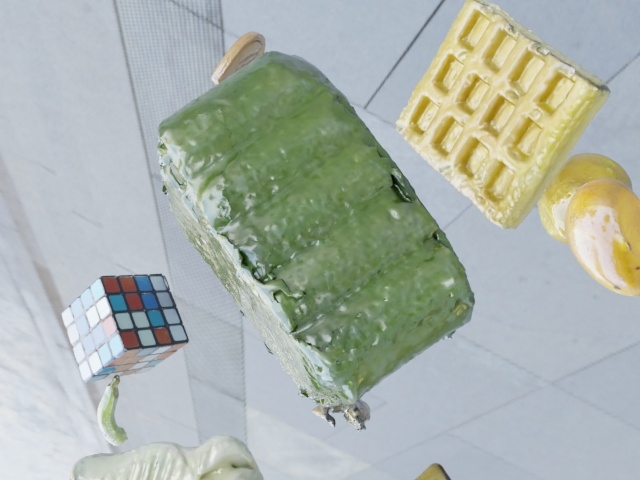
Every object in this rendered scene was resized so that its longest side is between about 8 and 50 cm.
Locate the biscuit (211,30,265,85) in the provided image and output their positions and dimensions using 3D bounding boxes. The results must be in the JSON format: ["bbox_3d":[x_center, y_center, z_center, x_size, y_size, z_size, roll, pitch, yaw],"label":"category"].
[{"bbox_3d":[-0.180,-0.410,1.750,0.029,0.221,0.142,33,123,6],"label":"biscuit"}]

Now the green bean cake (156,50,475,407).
[{"bbox_3d":[0.000,0.000,0.793,0.335,0.218,0.319,53,168,4],"label":"green bean cake"}]

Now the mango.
[{"bbox_3d":[0.665,0.000,1.755,0.290,0.160,0.191,63,154,-4],"label":"mango"}]

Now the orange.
[{"bbox_3d":[0.767,-0.124,2.237,0.235,0.279,0.279,40,144,-3],"label":"orange"}]

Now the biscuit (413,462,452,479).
[{"bbox_3d":[0.190,0.503,1.345,0.174,0.183,0.039,57,158,22],"label":"biscuit"}]

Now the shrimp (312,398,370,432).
[{"bbox_3d":[0.050,0.415,1.866,0.145,0.059,0.254,4,-179,4],"label":"shrimp"}]

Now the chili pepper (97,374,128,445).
[{"bbox_3d":[-0.410,0.338,1.491,0.048,0.043,0.208,10,132,5],"label":"chili pepper"}]

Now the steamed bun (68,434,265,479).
[{"bbox_3d":[-0.171,0.385,0.901,0.280,0.268,0.207,-11,153,2],"label":"steamed bun"}]

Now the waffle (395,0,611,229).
[{"bbox_3d":[0.232,-0.172,1.024,0.055,0.248,0.221,-1,131,-43],"label":"waffle"}]

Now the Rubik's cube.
[{"bbox_3d":[-0.373,0.165,1.463,0.151,0.154,0.155,-36,158,33],"label":"Rubik's cube"}]
